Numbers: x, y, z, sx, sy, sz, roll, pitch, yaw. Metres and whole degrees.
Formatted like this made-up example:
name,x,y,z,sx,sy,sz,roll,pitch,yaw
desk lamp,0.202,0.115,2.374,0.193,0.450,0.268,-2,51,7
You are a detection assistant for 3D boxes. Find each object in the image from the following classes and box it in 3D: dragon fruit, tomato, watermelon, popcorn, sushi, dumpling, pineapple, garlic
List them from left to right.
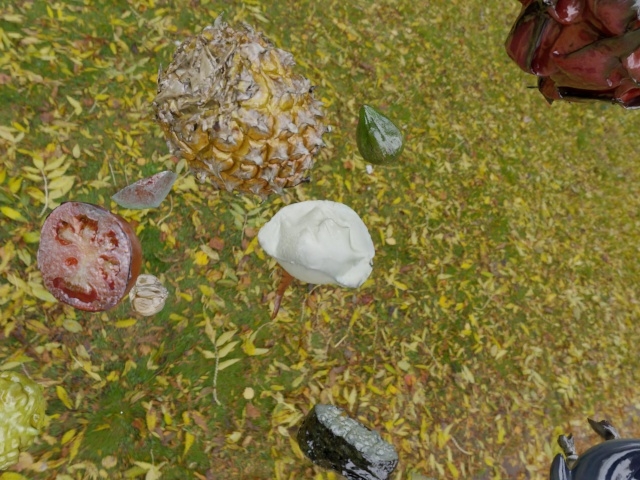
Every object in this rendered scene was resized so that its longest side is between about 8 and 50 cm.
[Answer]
name,x,y,z,sx,sy,sz,roll,pitch,yaw
popcorn,-0.764,0.407,0.914,0.237,0.251,0.206,-26,109,-64
tomato,-0.446,0.027,0.802,0.225,0.225,0.085,55,16,4
watermelon,-0.467,-0.131,1.068,0.180,0.094,0.081,-29,64,3
garlic,-0.439,0.139,1.029,0.094,0.074,0.113,-1,68,-17
pineapple,-0.174,-0.270,0.853,0.300,0.352,0.353,31,47,-60
dumpling,-0.001,-0.002,0.695,0.181,0.111,0.155,36,71,-27
sushi,0.085,0.695,1.333,0.211,0.349,0.171,20,91,-60
dragon fruit,0.310,-0.245,0.440,0.233,0.293,0.234,2,74,-8

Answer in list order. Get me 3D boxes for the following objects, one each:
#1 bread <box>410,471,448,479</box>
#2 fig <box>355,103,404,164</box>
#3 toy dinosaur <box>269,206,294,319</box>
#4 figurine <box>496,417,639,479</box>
name,x,y,z,sx,sy,sz,roll,pitch,yaw
bread,0.192,0.544,0.628,0.163,0.167,0.264,-18,90,-42
fig,0.147,-0.278,1.029,0.123,0.123,0.156,-45,131,-33
toy dinosaur,-0.062,0.070,1.234,0.208,0.433,0.097,-25,44,-32
figurine,0.261,0.277,0.304,0.196,0.175,0.265,15,40,-39
